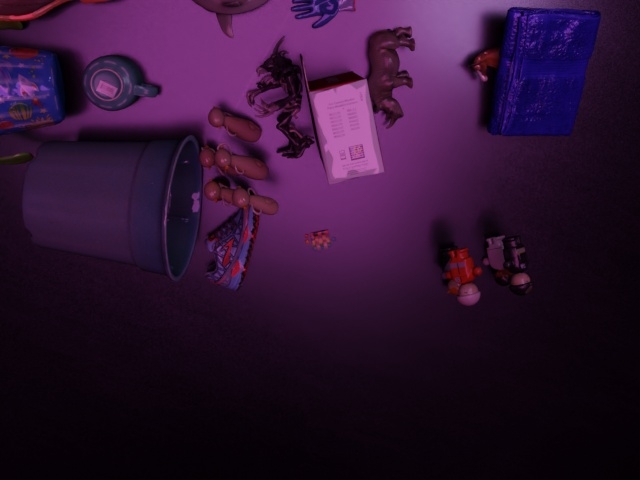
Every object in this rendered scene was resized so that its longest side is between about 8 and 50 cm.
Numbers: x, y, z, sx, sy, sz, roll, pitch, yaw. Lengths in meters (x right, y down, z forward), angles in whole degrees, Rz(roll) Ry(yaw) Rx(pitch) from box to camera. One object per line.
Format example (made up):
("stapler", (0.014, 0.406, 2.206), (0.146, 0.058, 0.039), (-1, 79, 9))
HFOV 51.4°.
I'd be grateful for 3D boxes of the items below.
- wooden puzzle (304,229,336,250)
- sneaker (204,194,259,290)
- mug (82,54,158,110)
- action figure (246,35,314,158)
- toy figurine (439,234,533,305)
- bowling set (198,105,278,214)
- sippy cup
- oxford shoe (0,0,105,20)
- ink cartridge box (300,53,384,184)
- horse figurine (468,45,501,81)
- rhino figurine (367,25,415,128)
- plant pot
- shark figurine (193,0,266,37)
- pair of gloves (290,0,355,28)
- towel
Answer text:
("wooden puzzle", (0.000, 0.000, 1.764), (0.083, 0.006, 0.049), (-12, 108, 1))
("sneaker", (-0.233, 0.003, 1.703), (0.125, 0.104, 0.261), (15, 106, -5))
("mug", (-0.482, -0.376, 1.572), (0.158, 0.097, 0.129), (-20, 107, 4))
("action figure", (-0.102, -0.333, 1.578), (0.141, 0.164, 0.275), (-15, 113, -3))
("toy figurine", (0.419, 0.077, 1.702), (0.213, 0.209, 0.148), (-13, 91, -2))
("bowling set", (-0.234, -0.151, 1.600), (0.200, 0.286, 0.154), (-35, 148, 31))
("sippy cup", (-0.709, -0.344, 1.517), (0.224, 0.240, 0.305), (-6, 117, -12))
("oxford shoe", (-0.619, -0.586, 1.463), (0.364, 0.132, 0.129), (-15, 79, -3))
("ink cartridge box", (0.041, -0.299, 1.512), (0.130, 0.309, 0.271), (-13, 108, 1))
("horse figurine", (0.506, -0.451, 1.618), (0.263, 0.066, 0.174), (-39, 111, 11))
("rhino figurine", (0.167, -0.394, 1.614), (0.107, 0.073, 0.243), (-1, 109, -7))
("plant pot", (-0.476, -0.090, 1.547), (0.335, 0.341, 0.340), (5, 107, 1))
("shark figurine", (-0.170, -0.569, 1.523), (0.278, 0.116, 0.166), (-19, 109, 5))
("pair of gloves", (0.005, -0.605, 1.566), (0.160, 0.023, 0.198), (-5, 107, 1))
("towel", (0.529, -0.390, 1.576), (0.228, 0.076, 0.308), (-1, 121, -7))
